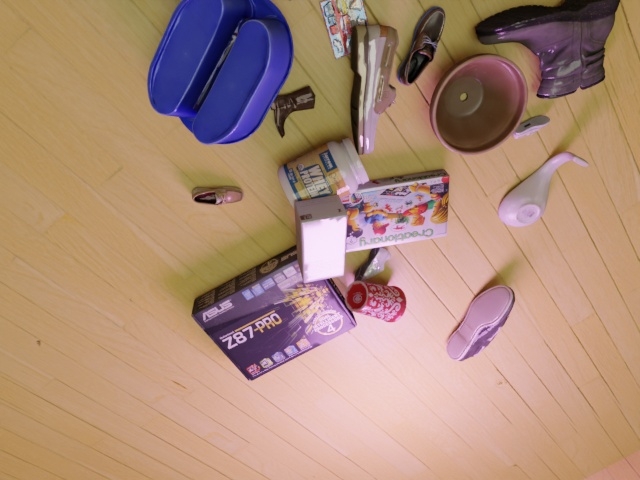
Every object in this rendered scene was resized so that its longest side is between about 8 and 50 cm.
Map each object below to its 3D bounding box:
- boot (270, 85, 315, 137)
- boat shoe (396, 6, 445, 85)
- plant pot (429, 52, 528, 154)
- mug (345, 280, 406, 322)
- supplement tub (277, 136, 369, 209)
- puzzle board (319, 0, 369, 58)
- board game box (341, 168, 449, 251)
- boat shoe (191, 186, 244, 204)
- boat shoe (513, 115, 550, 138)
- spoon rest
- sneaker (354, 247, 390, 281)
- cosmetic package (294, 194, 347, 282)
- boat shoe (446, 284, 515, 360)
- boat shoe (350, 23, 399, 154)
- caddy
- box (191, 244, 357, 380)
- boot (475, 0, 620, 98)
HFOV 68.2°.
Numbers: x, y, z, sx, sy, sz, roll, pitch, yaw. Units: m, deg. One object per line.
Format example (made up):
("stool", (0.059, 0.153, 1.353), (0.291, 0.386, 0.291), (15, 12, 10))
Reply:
("boot", (-0.059, -0.314, 1.157), (0.114, 0.037, 0.107), (-17, 124, -4))
("boat shoe", (0.244, -0.447, 1.103), (0.066, 0.066, 0.183), (14, 118, -17))
("plant pot", (0.373, -0.341, 1.162), (0.237, 0.110, 0.238), (-4, 122, -6))
("mug", (0.150, 0.189, 1.417), (0.169, 0.113, 0.150), (18, 131, -42))
("supplement tub", (0.007, -0.161, 1.191), (0.199, 0.144, 0.144), (-26, 121, 7))
("puzzle board", (0.062, -0.493, 1.080), (0.096, 0.011, 0.128), (-19, 122, 3))
("board game box", (0.205, -0.081, 1.325), (0.305, 0.053, 0.193), (-10, 122, -3))
("boat shoe", (-0.268, -0.111, 1.236), (0.135, 0.045, 0.050), (-3, 121, -7))
("boat shoe", (0.563, -0.301, 1.265), (0.100, 0.035, 0.035), (-25, 149, 2))
("spoon rest", (0.627, -0.144, 1.352), (0.137, 0.084, 0.276), (22, 128, -19))
("sneaker", (0.156, 0.086, 1.419), (0.061, 0.054, 0.152), (25, 114, -24))
("cosmetic package", (0.000, 0.000, 1.193), (0.117, 0.086, 0.231), (-10, 137, -11))
("boat shoe", (0.542, 0.274, 1.570), (0.095, 0.112, 0.335), (6, 127, -33))
("boat shoe", (0.128, -0.347, 1.119), (0.103, 0.113, 0.303), (-6, 125, -7))
("caddy", (-0.210, -0.368, 1.020), (0.241, 0.179, 0.341), (36, 112, 0))
("box", (-0.132, 0.220, 1.428), (0.394, 0.097, 0.318), (-28, 118, 7))
("boot", (0.539, -0.442, 1.131), (0.337, 0.118, 0.223), (-9, 127, 2))
